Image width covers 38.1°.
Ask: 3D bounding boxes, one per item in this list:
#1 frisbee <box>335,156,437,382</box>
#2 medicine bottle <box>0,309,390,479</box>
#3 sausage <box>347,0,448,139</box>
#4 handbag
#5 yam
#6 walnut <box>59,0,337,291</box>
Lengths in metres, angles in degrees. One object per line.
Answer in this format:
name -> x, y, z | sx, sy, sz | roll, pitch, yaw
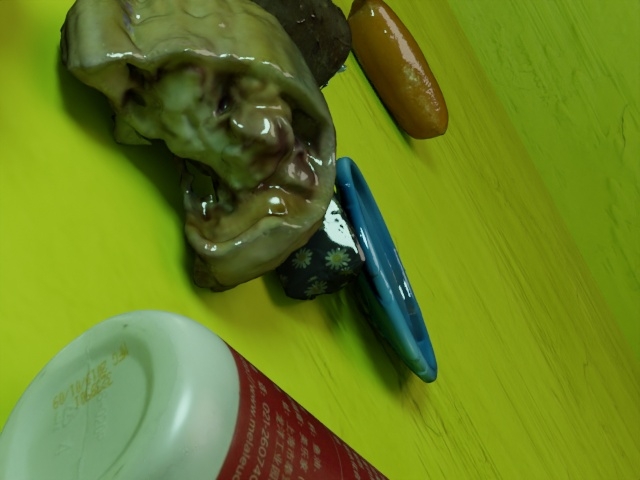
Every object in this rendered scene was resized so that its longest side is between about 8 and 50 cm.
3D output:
frisbee -> 0.056, 0.032, 0.926 | 0.242, 0.045, 0.242 | -23, 90, -82
medicine bottle -> -0.033, 0.147, 0.464 | 0.250, 0.131, 0.131 | 46, 26, -37
sausage -> 0.114, -0.253, 1.371 | 0.238, 0.098, 0.098 | 59, 21, -16
handbag -> 0.000, 0.000, 0.822 | 0.115, 0.072, 0.139 | 65, 7, 18
yam -> -0.084, -0.226, 0.823 | 0.280, 0.131, 0.131 | 32, 36, -52
walnut -> -0.069, -0.100, 0.682 | 0.238, 0.141, 0.204 | 59, 16, -18
